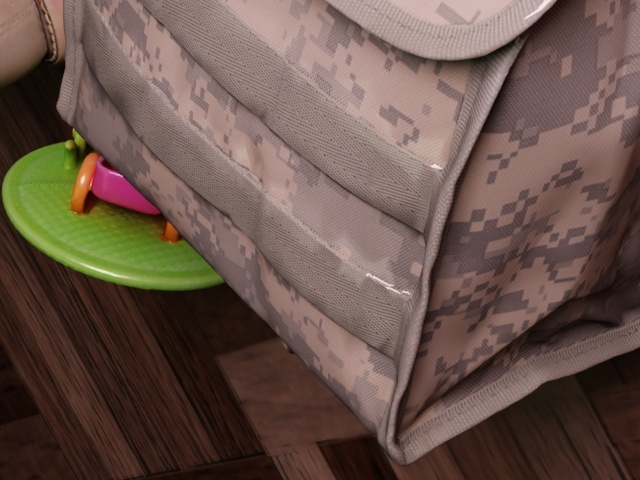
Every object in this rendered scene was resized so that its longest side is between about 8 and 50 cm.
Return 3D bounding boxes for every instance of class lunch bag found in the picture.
[{"bbox_3d":[0.030,-0.110,0.626,0.235,0.169,0.287,44,140,33],"label":"lunch bag"}]

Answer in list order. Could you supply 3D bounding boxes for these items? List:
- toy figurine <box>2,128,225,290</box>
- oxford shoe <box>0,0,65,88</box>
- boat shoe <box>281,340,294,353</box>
[{"bbox_3d":[-0.066,-0.087,0.864,0.130,0.173,0.159,18,119,2],"label":"toy figurine"},{"bbox_3d":[-0.257,-0.167,1.013,0.397,0.147,0.140,28,144,57],"label":"oxford shoe"},{"bbox_3d":[0.000,0.000,0.894,0.045,0.050,0.135,49,141,28],"label":"boat shoe"}]
